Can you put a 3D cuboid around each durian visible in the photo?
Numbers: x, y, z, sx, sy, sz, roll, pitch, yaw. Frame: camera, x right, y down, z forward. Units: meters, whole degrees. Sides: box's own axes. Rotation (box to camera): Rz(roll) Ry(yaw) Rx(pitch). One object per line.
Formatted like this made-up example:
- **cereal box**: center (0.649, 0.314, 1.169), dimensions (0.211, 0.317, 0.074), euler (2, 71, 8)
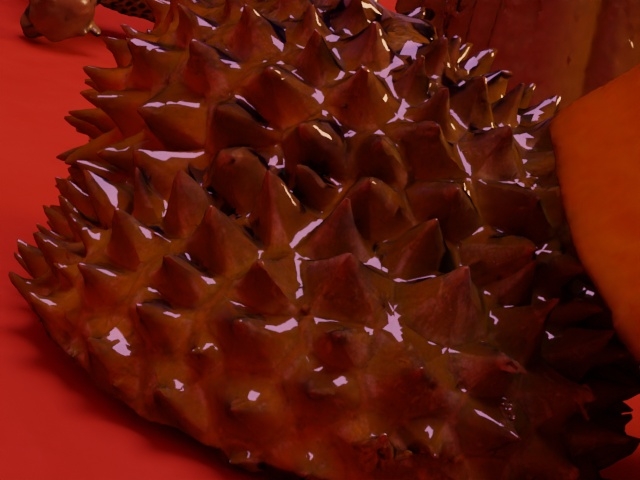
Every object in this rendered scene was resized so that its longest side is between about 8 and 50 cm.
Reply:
- **durian**: center (0.007, -0.010, 0.597), dimensions (0.249, 0.138, 0.183), euler (33, 14, 31)

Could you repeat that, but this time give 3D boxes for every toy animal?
- **toy animal**: center (-0.097, -0.142, 1.066), dimensions (0.181, 0.073, 0.136), euler (19, 19, -34)

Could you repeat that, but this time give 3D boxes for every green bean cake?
- **green bean cake**: center (0.179, -0.126, 1.125), dimensions (0.229, 0.131, 0.224), euler (11, 15, -17)

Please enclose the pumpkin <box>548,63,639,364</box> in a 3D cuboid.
- **pumpkin**: center (0.180, 0.039, 0.536), dimensions (0.258, 0.095, 0.290), euler (48, 23, 7)
